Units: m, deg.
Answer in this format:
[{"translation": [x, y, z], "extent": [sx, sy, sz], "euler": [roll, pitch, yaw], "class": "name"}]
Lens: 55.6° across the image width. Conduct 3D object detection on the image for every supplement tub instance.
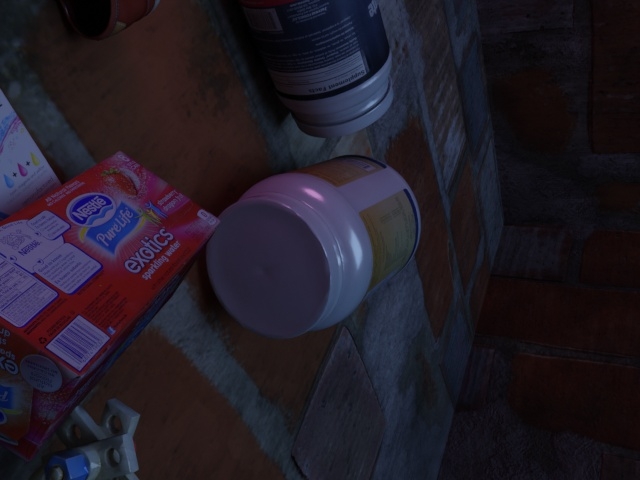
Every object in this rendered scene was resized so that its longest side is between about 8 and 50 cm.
[{"translation": [-0.002, -0.312, 0.907], "extent": [0.191, 0.191, 0.272], "euler": [-64, 145, -36], "class": "supplement tub"}, {"translation": [0.000, 0.000, 0.915], "extent": [0.316, 0.229, 0.228], "euler": [-28, 118, -58], "class": "supplement tub"}]

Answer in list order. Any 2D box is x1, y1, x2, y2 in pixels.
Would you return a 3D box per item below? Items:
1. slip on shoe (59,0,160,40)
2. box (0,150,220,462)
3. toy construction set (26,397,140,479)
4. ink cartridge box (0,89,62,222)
[{"translation": [-0.251, -0.318, 0.520], "extent": [0.101, 0.123, 0.331], "euler": [-65, 151, -27], "class": "slip on shoe"}, {"translation": [-0.209, 0.039, 0.530], "extent": [0.122, 0.128, 0.257], "euler": [-51, -174, 29], "class": "box"}, {"translation": [-0.302, 0.225, 0.473], "extent": [0.328, 0.151, 0.214], "euler": [6, 88, -52], "class": "toy construction set"}, {"translation": [-0.305, -0.079, 0.497], "extent": [0.104, 0.062, 0.181], "euler": [-59, 143, -40], "class": "ink cartridge box"}]
